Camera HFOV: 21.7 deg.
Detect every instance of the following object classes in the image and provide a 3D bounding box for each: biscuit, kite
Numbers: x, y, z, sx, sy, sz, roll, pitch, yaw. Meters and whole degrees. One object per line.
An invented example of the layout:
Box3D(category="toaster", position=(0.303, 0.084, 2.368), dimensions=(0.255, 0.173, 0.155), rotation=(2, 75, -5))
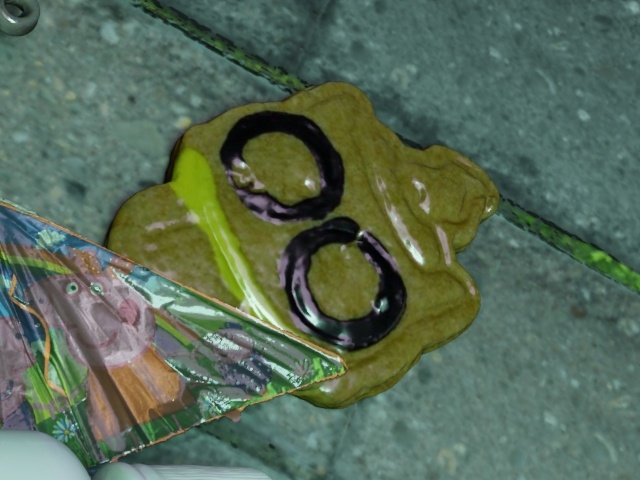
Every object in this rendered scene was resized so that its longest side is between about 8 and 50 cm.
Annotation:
Box3D(category="biscuit", position=(0.000, 0.000, 1.062), dimensions=(0.290, 0.041, 0.208), rotation=(-21, 76, -30))
Box3D(category="kite", position=(-0.147, 0.071, 0.951), dimensions=(0.321, 0.016, 0.234), rotation=(-19, 75, -23))

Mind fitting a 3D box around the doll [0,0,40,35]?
Box3D(category="doll", position=(-0.266, -0.221, 1.006), dimensions=(0.257, 0.117, 0.182), rotation=(41, 51, 2))

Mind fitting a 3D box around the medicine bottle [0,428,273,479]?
Box3D(category="medicine bottle", position=(-0.209, 0.191, 0.768), dimensions=(0.378, 0.213, 0.214), rotation=(4, 64, -22))
